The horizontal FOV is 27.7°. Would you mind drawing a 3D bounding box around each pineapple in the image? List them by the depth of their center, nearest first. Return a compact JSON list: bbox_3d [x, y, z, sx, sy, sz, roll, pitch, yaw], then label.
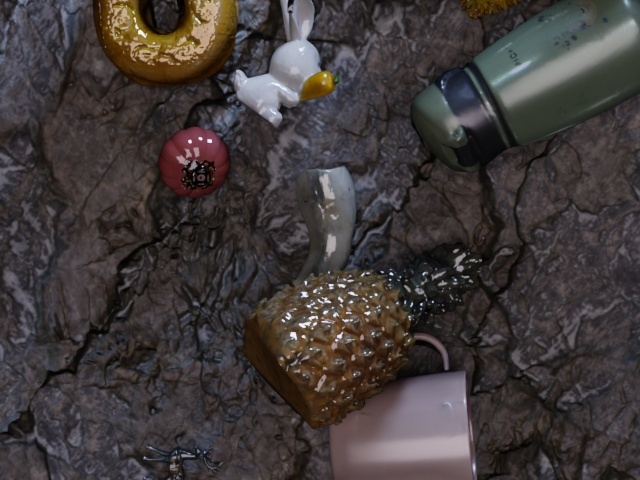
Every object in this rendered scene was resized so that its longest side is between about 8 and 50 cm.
[{"bbox_3d":[0.070,0.104,1.814,0.362,0.202,0.202,-33,94,-23],"label":"pineapple"}]

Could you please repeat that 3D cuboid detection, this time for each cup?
[{"bbox_3d":[0.118,0.261,1.879,0.200,0.191,0.253,-5,77,8],"label":"cup"}]

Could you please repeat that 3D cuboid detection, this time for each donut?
[{"bbox_3d":[-0.223,-0.330,1.855,0.227,0.114,0.226,0,96,3],"label":"donut"}]

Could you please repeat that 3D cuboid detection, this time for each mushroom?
[{"bbox_3d":[0.004,0.001,1.898,0.092,0.081,0.223,3,99,2],"label":"mushroom"}]

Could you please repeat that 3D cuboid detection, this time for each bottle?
[{"bbox_3d":[0.292,-0.219,1.802,0.347,0.168,0.168,-28,95,8],"label":"bottle"}]

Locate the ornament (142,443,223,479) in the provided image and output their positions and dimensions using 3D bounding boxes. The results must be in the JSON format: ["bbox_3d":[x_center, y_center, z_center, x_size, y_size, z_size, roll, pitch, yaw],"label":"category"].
[{"bbox_3d":[-0.210,0.349,1.986,0.125,0.028,0.073,-1,97,6],"label":"ornament"}]

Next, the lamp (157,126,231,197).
[{"bbox_3d":[-0.184,-0.114,1.891,0.107,0.092,0.107,-10,126,-15],"label":"lamp"}]

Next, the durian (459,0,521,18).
[{"bbox_3d":[0.262,-0.438,1.797,0.183,0.138,0.249,6,92,12],"label":"durian"}]

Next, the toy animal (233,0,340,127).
[{"bbox_3d":[-0.044,-0.257,1.850,0.127,0.131,0.181,39,89,-23],"label":"toy animal"}]
